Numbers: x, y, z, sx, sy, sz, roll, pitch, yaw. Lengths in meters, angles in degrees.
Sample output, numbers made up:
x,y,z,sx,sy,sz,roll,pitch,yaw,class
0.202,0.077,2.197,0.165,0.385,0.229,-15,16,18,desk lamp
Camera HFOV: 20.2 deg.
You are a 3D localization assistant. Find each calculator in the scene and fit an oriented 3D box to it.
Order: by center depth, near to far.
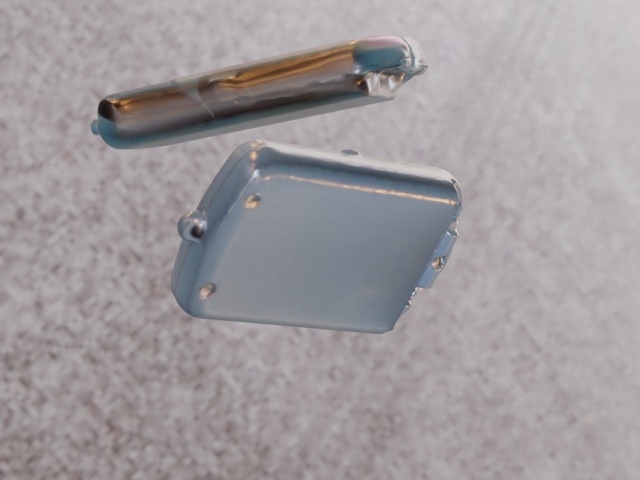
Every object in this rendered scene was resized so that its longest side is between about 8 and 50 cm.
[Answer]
x,y,z,sx,sy,sz,roll,pitch,yaw,class
0.000,0.000,1.092,0.210,0.121,0.039,6,29,-39,calculator
-0.054,-0.122,1.504,0.173,0.293,0.051,-23,101,-79,calculator
